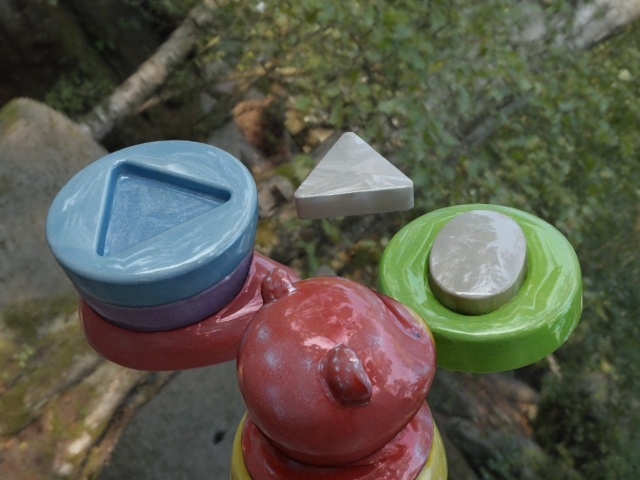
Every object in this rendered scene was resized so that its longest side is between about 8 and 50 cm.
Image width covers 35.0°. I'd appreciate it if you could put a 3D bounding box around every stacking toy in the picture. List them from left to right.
[{"bbox_3d":[0.000,0.000,0.612,0.309,0.279,0.130,34,-34,37],"label":"stacking toy"}]
